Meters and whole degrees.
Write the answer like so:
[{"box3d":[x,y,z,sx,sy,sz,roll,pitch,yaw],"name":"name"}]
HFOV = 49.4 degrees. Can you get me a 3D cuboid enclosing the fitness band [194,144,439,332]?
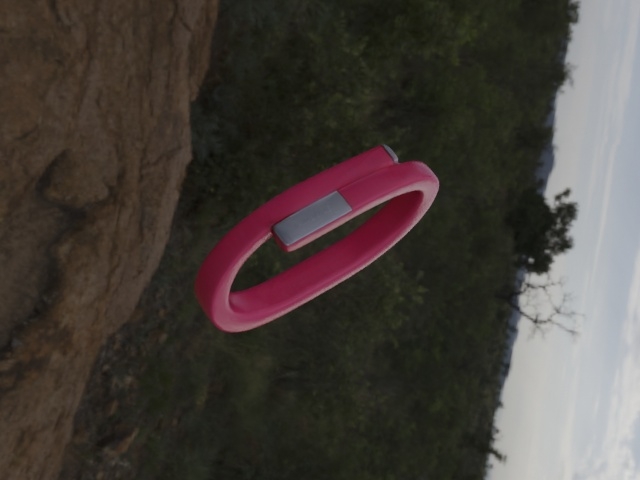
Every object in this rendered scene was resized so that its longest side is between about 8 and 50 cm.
[{"box3d":[0.000,0.000,0.749,0.291,0.054,0.209,-27,160,-23],"name":"fitness band"}]
